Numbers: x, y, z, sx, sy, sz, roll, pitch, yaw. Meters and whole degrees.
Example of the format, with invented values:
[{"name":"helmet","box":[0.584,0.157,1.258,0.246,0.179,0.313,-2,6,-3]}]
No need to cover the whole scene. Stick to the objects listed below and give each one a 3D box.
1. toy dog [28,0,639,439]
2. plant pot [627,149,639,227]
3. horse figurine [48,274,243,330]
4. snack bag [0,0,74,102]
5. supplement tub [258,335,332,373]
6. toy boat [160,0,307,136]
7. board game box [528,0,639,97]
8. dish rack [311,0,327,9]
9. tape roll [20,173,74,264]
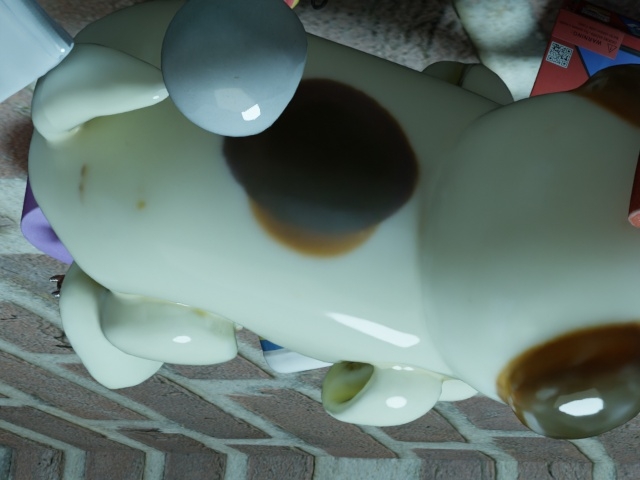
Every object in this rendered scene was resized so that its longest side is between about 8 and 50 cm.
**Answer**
[{"name":"toy dog","box":[0.051,-0.029,0.865,0.408,0.284,0.395,13,157,17]},{"name":"plant pot","box":[0.340,-0.123,0.669,0.267,0.235,0.267,14,161,-22]},{"name":"horse figurine","box":[-0.118,0.052,1.316,0.263,0.066,0.174,8,168,-1]},{"name":"snack bag","box":[-0.316,-0.165,0.768,0.342,0.037,0.323,-18,117,50]},{"name":"supplement tub","box":[0.000,0.000,1.139,0.144,0.199,0.144,-15,179,0]},{"name":"toy boat","box":[-0.043,-0.179,0.513,0.267,0.148,0.318,2,150,7]},{"name":"board game box","box":[0.283,-0.060,0.959,0.281,0.027,0.145,23,133,10]},{"name":"dish rack","box":[0.007,-0.202,0.777,0.271,0.074,0.208,18,159,-35]},{"name":"tape roll","box":[-0.145,-0.034,1.305,0.275,0.090,0.275,5,163,2]}]
